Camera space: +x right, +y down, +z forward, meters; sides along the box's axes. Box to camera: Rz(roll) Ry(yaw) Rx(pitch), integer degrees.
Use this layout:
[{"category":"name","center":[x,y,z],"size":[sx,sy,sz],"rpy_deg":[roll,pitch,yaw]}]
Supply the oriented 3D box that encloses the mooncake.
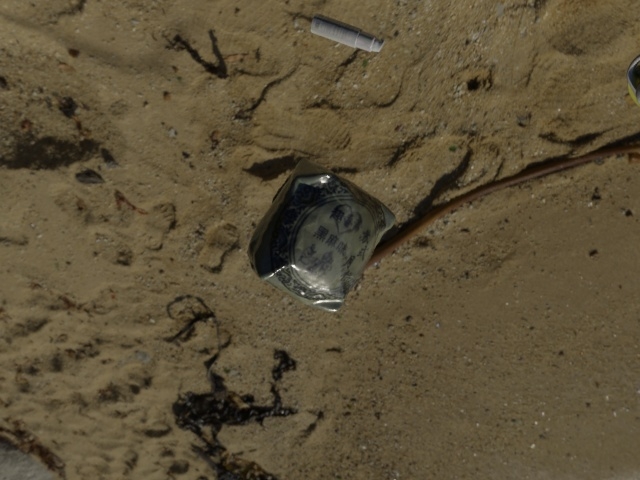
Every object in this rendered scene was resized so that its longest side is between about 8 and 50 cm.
[{"category":"mooncake","center":[0.002,0.002,0.849],"size":[0.254,0.136,0.250],"rpy_deg":[29,95,-39]}]

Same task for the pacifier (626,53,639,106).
[{"category":"pacifier","center":[0.332,-0.157,0.419],"size":[0.068,0.064,0.083],"rpy_deg":[55,173,-3]}]

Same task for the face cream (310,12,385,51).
[{"category":"face cream","center":[0.048,-0.358,0.784],"size":[0.130,0.034,0.034],"rpy_deg":[22,130,8]}]
